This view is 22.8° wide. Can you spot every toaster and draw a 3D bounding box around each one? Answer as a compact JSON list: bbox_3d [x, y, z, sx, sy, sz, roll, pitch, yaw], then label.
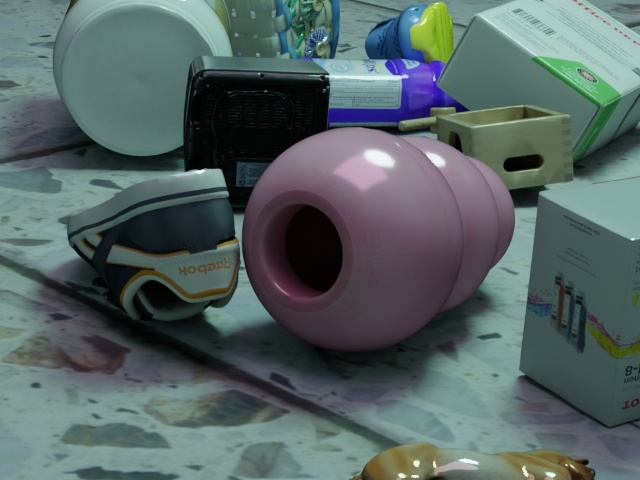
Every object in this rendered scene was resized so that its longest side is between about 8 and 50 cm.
[{"bbox_3d":[-0.083,-0.123,1.844,0.186,0.168,0.110,1,17,-9],"label":"toaster"}]

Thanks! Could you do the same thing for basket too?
[{"bbox_3d":[-0.064,-0.359,2.395,0.201,0.255,0.289,7,39,16],"label":"basket"}]

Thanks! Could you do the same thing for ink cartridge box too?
[{"bbox_3d":[0.324,-0.224,2.138,0.211,0.121,0.289,38,32,17],"label":"ink cartridge box"},{"bbox_3d":[0.267,0.050,1.384,0.128,0.176,0.127,-10,26,-30],"label":"ink cartridge box"}]

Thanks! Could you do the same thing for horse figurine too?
[{"bbox_3d":[0.106,0.194,1.127,0.263,0.066,0.174,-1,25,-16],"label":"horse figurine"}]

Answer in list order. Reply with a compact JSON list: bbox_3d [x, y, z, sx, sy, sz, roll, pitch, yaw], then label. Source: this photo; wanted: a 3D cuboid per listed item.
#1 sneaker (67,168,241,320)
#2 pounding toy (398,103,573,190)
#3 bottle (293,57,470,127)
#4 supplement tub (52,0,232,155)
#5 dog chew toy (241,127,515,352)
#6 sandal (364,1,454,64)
[{"bbox_3d":[-0.164,0.017,1.528,0.126,0.127,0.321,-12,-2,-19],"label":"sneaker"},{"bbox_3d":[0.187,-0.111,1.963,0.181,0.094,0.206,-8,12,-14],"label":"pounding toy"},{"bbox_3d":[0.093,-0.204,2.193,0.283,0.092,0.118,0,18,-8],"label":"bottle"},{"bbox_3d":[-0.229,-0.246,2.070,0.228,0.228,0.316,1,19,-4],"label":"supplement tub"},{"bbox_3d":[0.075,-0.009,1.516,0.206,0.206,0.332,15,15,31],"label":"dog chew toy"},{"bbox_3d":[0.131,-0.287,2.369,0.138,0.126,0.317,0,1,5],"label":"sandal"}]
